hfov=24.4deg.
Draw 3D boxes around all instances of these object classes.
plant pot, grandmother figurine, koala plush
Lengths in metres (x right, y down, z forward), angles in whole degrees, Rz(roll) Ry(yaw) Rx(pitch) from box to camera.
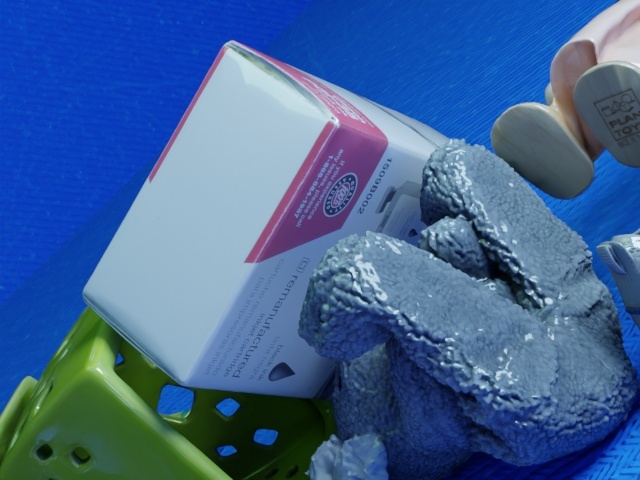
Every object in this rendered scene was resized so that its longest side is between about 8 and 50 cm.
[{"bbox_3d":[-0.133,0.171,1.112,0.207,0.228,0.227,-41,14,20],"label":"plant pot"},{"bbox_3d":[0.248,-0.161,1.062,0.208,0.104,0.342,-15,23,36],"label":"grandmother figurine"},{"bbox_3d":[0.077,0.092,0.980,0.196,0.203,0.221,-41,-9,-43],"label":"koala plush"}]

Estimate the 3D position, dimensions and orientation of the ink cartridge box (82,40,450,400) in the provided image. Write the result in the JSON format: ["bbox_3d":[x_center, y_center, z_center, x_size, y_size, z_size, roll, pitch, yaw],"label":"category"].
[{"bbox_3d":[0.000,0.000,1.062,0.283,0.117,0.207,14,-71,-56],"label":"ink cartridge box"}]

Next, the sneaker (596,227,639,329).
[{"bbox_3d":[0.282,-0.044,0.918,0.281,0.115,0.105,-46,16,-24],"label":"sneaker"}]

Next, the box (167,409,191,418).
[{"bbox_3d":[-0.171,0.217,1.409,0.179,0.043,0.105,-18,26,51],"label":"box"}]
